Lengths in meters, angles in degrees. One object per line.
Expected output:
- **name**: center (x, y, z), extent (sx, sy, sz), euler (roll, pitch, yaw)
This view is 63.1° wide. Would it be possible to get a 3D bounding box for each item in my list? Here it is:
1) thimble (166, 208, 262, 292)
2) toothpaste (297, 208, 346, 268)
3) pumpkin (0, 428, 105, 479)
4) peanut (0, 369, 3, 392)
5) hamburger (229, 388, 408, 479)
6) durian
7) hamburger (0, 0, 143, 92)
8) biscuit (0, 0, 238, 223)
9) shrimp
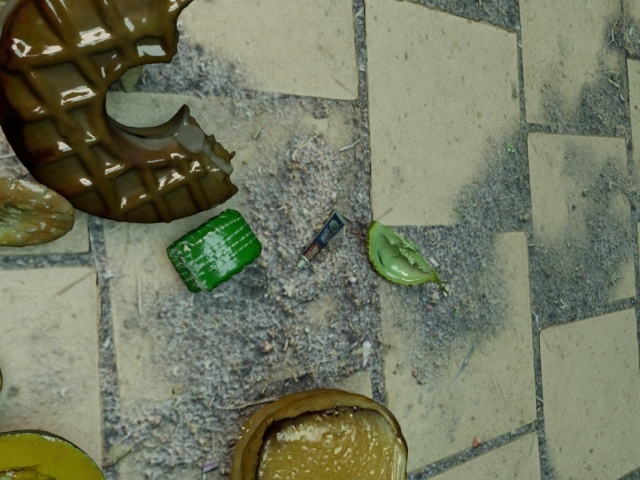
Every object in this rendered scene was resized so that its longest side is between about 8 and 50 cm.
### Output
- **thimble**: center (-0.162, 0.017, 0.792), extent (0.130, 0.118, 0.090), euler (-44, 108, -48)
- **toothpaste**: center (0.000, 0.000, 0.951), extent (0.140, 0.021, 0.037), euler (-50, 118, -26)
- **pumpkin**: center (-0.381, 0.327, 0.657), extent (0.217, 0.110, 0.217), euler (-4, 99, -24)
- **peanut**: center (-0.450, 0.117, 0.623), extent (0.087, 0.087, 0.207), euler (-22, 102, -31)
- **hamburger**: center (-0.005, 0.394, 0.844), extent (0.284, 0.174, 0.304), euler (10, 83, -30)
- **durian**: center (0.157, 0.036, 1.002), extent (0.215, 0.100, 0.086), euler (40, 72, -18)
- **hamburger**: center (-0.329, -0.297, 0.677), extent (0.207, 0.135, 0.155), euler (13, 40, -34)
- **biscuit**: center (-0.254, -0.169, 0.654), extent (0.268, 0.115, 0.366), euler (-23, 135, -14)
- **shrimp**: center (-0.412, -0.032, 0.630), extent (0.217, 0.051, 0.115), euler (-6, 135, -8)
